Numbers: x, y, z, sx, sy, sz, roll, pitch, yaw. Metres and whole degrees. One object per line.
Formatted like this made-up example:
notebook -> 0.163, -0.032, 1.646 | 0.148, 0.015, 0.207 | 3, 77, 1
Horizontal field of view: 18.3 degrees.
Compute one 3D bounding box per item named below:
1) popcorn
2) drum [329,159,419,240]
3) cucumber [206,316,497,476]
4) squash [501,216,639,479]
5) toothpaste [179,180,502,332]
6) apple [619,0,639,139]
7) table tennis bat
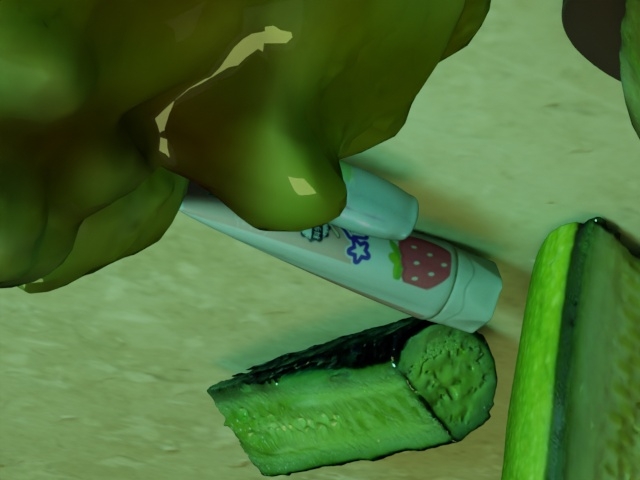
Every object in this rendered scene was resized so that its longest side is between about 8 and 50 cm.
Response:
popcorn -> -0.089, -0.150, 0.433 | 0.321, 0.290, 0.326 | 23, 124, -19
drum -> -0.081, -0.046, 0.926 | 0.130, 0.049, 0.253 | -15, 147, 42
cucumber -> 0.017, 0.090, 1.196 | 0.078, 0.062, 0.211 | 55, 147, -12
squash -> 0.141, 0.138, 1.010 | 0.169, 0.252, 0.093 | 28, 151, -37
toothpaste -> 0.000, 0.000, 1.010 | 0.194, 0.043, 0.067 | 19, -168, -22
apple -> 0.218, -0.032, 0.766 | 0.193, 0.120, 0.265 | -9, 149, 24
table tennis bat -> 0.167, -0.076, 0.820 | 0.158, 0.014, 0.095 | 30, 147, -35
